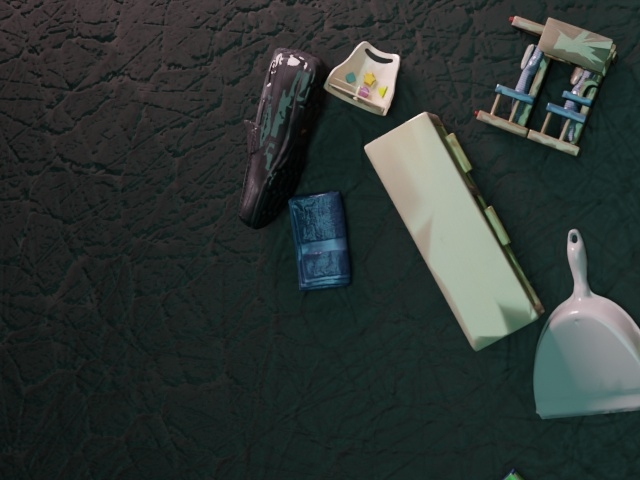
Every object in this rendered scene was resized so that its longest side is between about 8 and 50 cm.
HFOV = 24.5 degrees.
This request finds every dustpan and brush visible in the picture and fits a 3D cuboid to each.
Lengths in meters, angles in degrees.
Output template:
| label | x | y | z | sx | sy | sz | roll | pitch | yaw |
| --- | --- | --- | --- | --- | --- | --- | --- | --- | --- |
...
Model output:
| label | x | y | z | sx | sy | sz | roll | pitch | yaw |
| --- | --- | --- | --- | --- | --- | --- | --- | --- | --- |
| dustpan and brush | 0.309 | 0.094 | 1.726 | 0.147 | 0.060 | 0.211 | -9 | 96 | 26 |

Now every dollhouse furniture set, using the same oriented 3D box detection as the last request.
| label | x | y | z | sx | sy | sz | roll | pitch | yaw |
| --- | --- | --- | --- | --- | --- | --- | --- | --- | --- |
| dollhouse furniture set | 0.249 | -0.177 | 1.658 | 0.129 | 0.184 | 0.129 | 21 | 96 | 11 |

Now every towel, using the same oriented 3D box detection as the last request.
| label | x | y | z | sx | sy | sz | roll | pitch | yaw |
| --- | --- | --- | --- | --- | --- | --- | --- | --- | --- |
| towel | 0.000 | 0.000 | 1.800 | 0.067 | 0.029 | 0.119 | -7 | 90 | 12 |

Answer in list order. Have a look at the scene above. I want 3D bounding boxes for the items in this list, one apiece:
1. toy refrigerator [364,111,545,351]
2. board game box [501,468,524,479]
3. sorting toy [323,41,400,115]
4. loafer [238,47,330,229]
| label | x | y | z | sx | sy | sz | roll | pitch | yaw |
| --- | --- | --- | --- | --- | --- | --- | --- | --- | --- |
| toy refrigerator | 0.162 | -0.014 | 1.726 | 0.094 | 0.102 | 0.269 | -30 | 85 | 12 |
| board game box | 0.207 | 0.391 | 1.762 | 0.136 | 0.035 | 0.201 | 45 | 100 | 8 |
| sorting toy | 0.059 | -0.198 | 1.777 | 0.083 | 0.045 | 0.075 | 25 | 90 | 11 |
| loafer | -0.057 | -0.124 | 1.792 | 0.078 | 0.076 | 0.223 | 22 | 98 | 25 |
